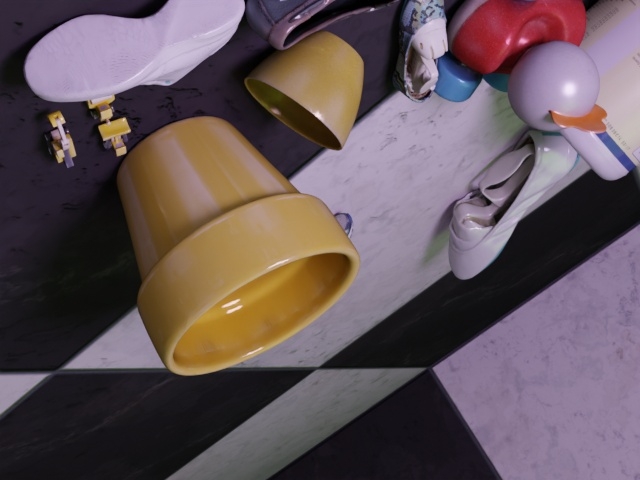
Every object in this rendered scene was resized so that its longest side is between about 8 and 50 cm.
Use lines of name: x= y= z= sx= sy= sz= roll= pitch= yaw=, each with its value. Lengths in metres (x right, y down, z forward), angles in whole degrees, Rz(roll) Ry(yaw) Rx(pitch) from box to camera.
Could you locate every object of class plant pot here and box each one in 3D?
plant pot: x=-0.004 y=-0.179 z=0.896 sx=0.095 sy=0.134 sz=0.134 roll=-55 pitch=160 yaw=-6
plant pot: x=-0.118 y=-0.007 z=0.937 sx=0.254 sy=0.239 sz=0.254 roll=-27 pitch=158 yaw=-12

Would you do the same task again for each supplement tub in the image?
supplement tub: x=0.495 y=-0.273 z=1.189 sx=0.325 sy=0.235 sz=0.235 roll=-40 pitch=157 yaw=21

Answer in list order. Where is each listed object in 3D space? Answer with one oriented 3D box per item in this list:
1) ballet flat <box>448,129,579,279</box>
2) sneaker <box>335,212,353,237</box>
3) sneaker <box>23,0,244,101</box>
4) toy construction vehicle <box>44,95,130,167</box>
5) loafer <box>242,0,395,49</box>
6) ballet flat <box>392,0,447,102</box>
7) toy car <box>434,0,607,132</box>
ballet flat: x=0.350 y=-0.078 z=1.603 sx=0.139 sy=0.139 sz=0.400 roll=-9 pitch=145 yaw=-45
sneaker: x=0.000 y=0.000 z=1.373 sx=0.135 sy=0.052 sz=0.058 roll=-42 pitch=152 yaw=23
sneaker: x=-0.169 y=-0.171 z=0.747 sx=0.212 sy=0.080 sz=0.094 roll=-25 pitch=170 yaw=-19
toy construction vehicle: x=-0.240 y=-0.111 z=0.824 sx=0.085 sy=0.035 sz=0.098 roll=-23 pitch=157 yaw=-22
loafer: x=0.044 y=-0.261 z=0.813 sx=0.267 sy=0.084 sz=0.096 roll=-24 pitch=157 yaw=-18
ballet flat: x=0.134 y=-0.242 z=1.004 sx=0.070 sy=0.070 sz=0.188 roll=-28 pitch=158 yaw=-10
toy car: x=0.298 y=-0.224 z=1.026 sx=0.210 sy=0.238 sz=0.219 roll=-16 pitch=154 yaw=-35
